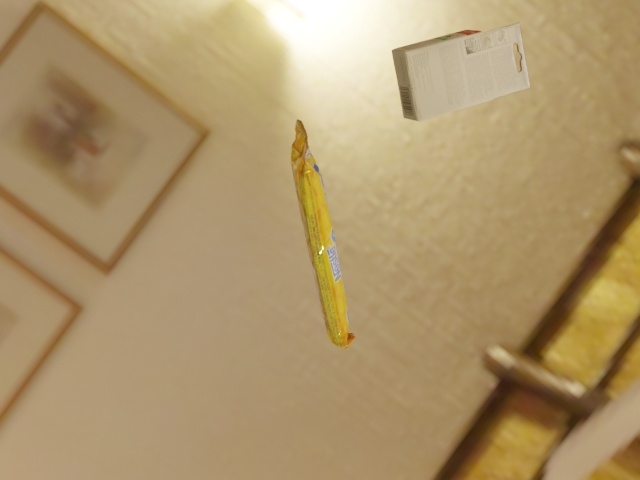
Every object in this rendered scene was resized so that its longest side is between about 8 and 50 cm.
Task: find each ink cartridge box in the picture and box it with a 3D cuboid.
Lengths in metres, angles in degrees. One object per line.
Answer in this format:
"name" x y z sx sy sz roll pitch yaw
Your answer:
"ink cartridge box" 0.122 -0.148 1.541 0.115 0.062 0.029 -17 -164 -22

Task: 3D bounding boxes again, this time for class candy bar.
"candy bar" 0.000 0.000 1.129 0.018 0.161 0.040 -15 -146 -4
